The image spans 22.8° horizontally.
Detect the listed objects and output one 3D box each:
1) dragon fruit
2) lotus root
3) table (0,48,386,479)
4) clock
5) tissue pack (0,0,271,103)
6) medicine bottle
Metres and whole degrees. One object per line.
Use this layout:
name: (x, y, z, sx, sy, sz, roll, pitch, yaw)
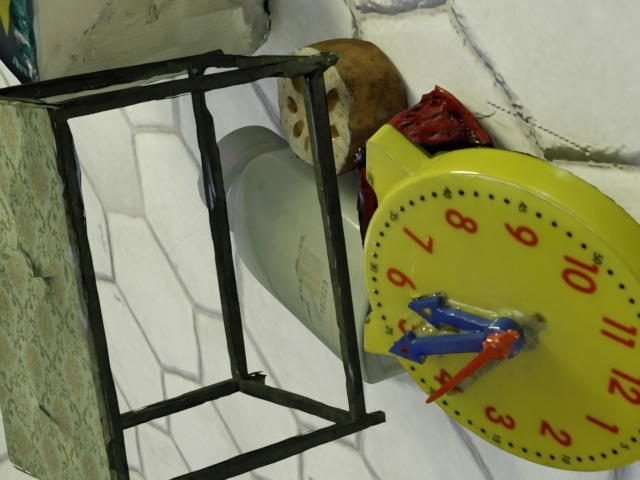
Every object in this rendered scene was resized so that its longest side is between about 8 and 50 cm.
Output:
dragon fruit: (0.090, -0.015, 1.299, 0.092, 0.122, 0.192, 29, 128, 29)
lotus root: (0.019, -0.125, 1.399, 0.122, 0.081, 0.112, 40, 144, 46)
table: (-0.130, 0.021, 1.373, 0.222, 0.272, 0.335, 11, 111, 56)
clock: (0.144, 0.063, 1.202, 0.293, 0.071, 0.277, 19, 135, 30)
tissue pack: (-0.256, -0.337, 1.550, 0.416, 0.264, 0.253, 42, 142, 40)
medicine bottle: (0.000, 0.000, 1.523, 0.296, 0.111, 0.161, 39, 135, 43)
